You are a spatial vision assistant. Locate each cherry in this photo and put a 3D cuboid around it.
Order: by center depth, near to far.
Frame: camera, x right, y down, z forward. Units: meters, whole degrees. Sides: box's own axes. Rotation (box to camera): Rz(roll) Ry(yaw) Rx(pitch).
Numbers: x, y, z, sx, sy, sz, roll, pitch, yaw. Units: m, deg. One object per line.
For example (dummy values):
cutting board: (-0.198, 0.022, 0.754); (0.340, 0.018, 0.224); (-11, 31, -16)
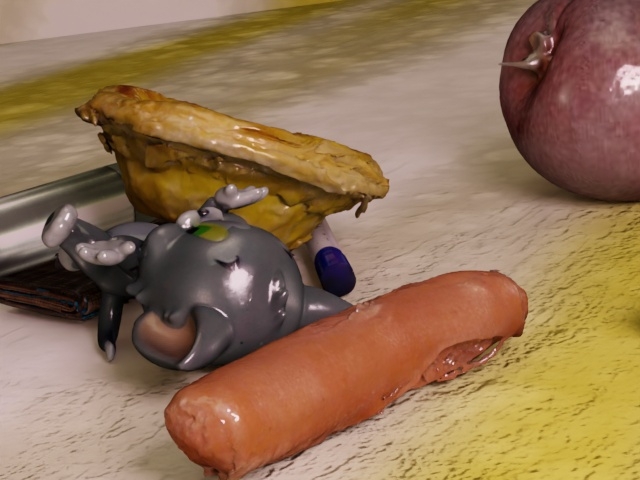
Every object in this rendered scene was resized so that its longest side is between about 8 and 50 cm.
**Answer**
cherry: (0.317, -0.151, 1.426); (0.307, 0.221, 0.261); (4, 22, -14)

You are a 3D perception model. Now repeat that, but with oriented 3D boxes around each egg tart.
egg tart: (-0.086, -0.060, 1.279); (0.294, 0.116, 0.295); (15, 6, -2)

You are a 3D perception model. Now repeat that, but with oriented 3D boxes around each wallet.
wallet: (-0.184, 0.022, 1.317); (0.124, 0.042, 0.230); (8, 22, 35)

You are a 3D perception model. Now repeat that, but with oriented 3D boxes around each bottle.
bottle: (-0.263, -0.020, 1.435); (0.253, 0.079, 0.096); (-22, -16, -39)

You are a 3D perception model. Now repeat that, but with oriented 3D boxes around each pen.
pen: (0.000, -0.001, 1.344); (0.033, 0.033, 0.269); (-7, 16, -5)

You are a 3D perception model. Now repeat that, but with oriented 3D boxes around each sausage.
sausage: (0.024, 0.085, 0.967); (0.087, 0.079, 0.326); (-5, 11, 46)

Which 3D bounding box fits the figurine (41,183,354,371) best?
figurine: (-0.129, 0.033, 1.108); (0.265, 0.140, 0.193); (-7, 1, 36)
